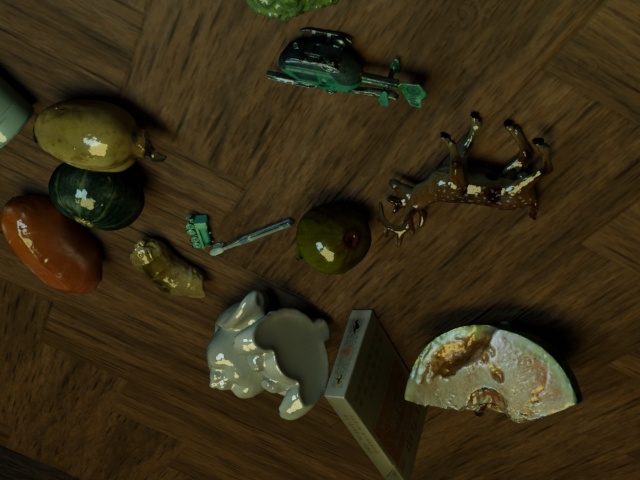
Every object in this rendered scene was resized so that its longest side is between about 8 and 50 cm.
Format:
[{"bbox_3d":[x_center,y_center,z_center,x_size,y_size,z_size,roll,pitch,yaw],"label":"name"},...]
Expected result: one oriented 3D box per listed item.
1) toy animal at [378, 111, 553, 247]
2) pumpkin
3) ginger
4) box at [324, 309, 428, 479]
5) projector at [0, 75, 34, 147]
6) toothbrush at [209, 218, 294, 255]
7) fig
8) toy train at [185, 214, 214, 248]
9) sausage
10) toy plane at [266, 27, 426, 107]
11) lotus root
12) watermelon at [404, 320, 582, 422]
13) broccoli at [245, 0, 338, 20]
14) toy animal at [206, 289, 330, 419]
[{"bbox_3d":[0.209,-0.072,1.258,0.244,0.087,0.260,15,141,9],"label":"toy animal"},{"bbox_3d":[-0.393,-0.084,1.482,0.167,0.125,0.167,31,169,7],"label":"pumpkin"},{"bbox_3d":[-0.304,0.059,1.677,0.095,0.069,0.190,-11,135,42],"label":"ginger"},{"bbox_3d":[0.124,0.328,1.715,0.051,0.204,0.365,-3,138,28],"label":"box"},{"bbox_3d":[-0.616,-0.291,1.334,0.108,0.108,0.337,-13,133,37],"label":"projector"},{"bbox_3d":[-0.130,-0.006,1.556,0.219,0.019,0.016,-19,131,40],"label":"toothbrush"},{"bbox_3d":[0.000,0.000,1.457,0.124,0.124,0.236,32,166,-16],"label":"fig"},{"bbox_3d":[-0.227,-0.016,1.580,0.045,0.029,0.092,-3,145,4],"label":"toy train"},{"bbox_3d":[-0.535,0.013,1.676,0.133,0.133,0.258,-4,138,28],"label":"sausage"},{"bbox_3d":[0.031,-0.229,1.159,0.235,0.060,0.096,14,152,13],"label":"toy plane"},{"bbox_3d":[-0.359,-0.168,1.369,0.221,0.125,0.118,7,100,9],"label":"lotus root"},{"bbox_3d":[0.336,0.228,1.566,0.322,0.188,0.175,6,98,28],"label":"watermelon"},{"bbox_3d":[-0.021,-0.392,0.915,0.254,0.186,0.302,-12,91,40],"label":"broccoli"},{"bbox_3d":[-0.122,0.233,1.732,0.265,0.206,0.271,-15,117,49],"label":"toy animal"}]
